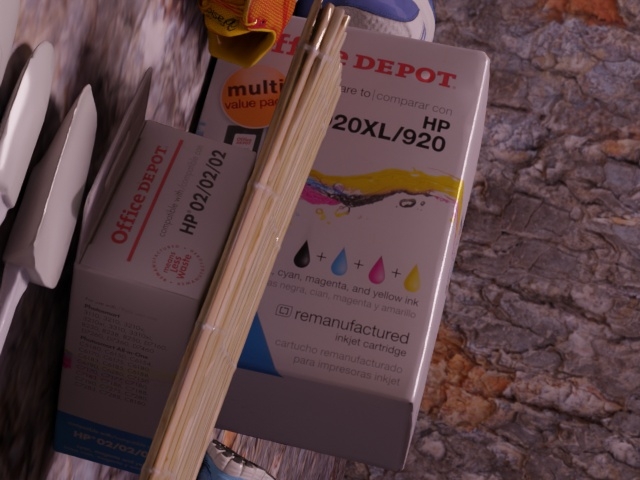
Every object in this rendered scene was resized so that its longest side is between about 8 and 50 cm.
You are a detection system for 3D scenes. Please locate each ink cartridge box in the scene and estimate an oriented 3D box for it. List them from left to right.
[{"bbox_3d":[-0.079,0.019,0.826,0.181,0.062,0.104,105,2,-46],"label":"ink cartridge box"},{"bbox_3d":[0.000,0.000,1.088,0.168,0.171,0.232,89,15,-68],"label":"ink cartridge box"}]

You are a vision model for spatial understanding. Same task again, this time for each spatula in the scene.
[{"bbox_3d":[-0.132,0.029,0.634,0.168,0.019,0.242,89,14,-70],"label":"spatula"}]

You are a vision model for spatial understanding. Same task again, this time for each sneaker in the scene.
[{"bbox_3d":[-0.081,0.210,1.408,0.073,0.063,0.162,-59,167,-9],"label":"sneaker"},{"bbox_3d":[-0.038,-0.150,0.944,0.175,0.064,0.067,83,29,-66],"label":"sneaker"},{"bbox_3d":[0.024,-0.112,1.379,0.296,0.112,0.131,89,15,-64],"label":"sneaker"}]

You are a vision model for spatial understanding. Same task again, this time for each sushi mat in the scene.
[{"bbox_3d":[-0.048,0.053,0.803,0.151,0.019,0.316,90,20,-81],"label":"sushi mat"}]
